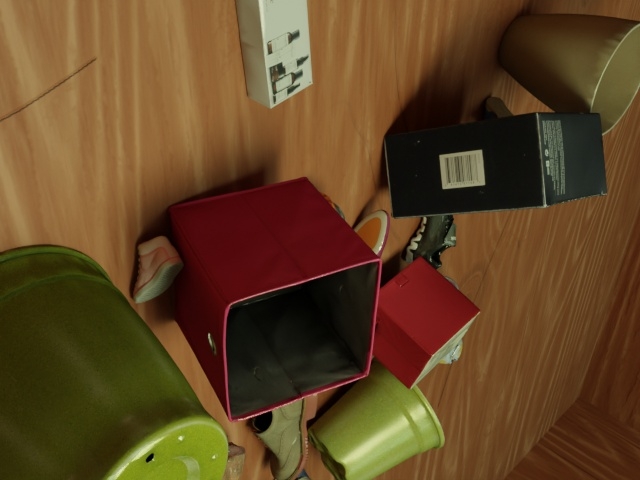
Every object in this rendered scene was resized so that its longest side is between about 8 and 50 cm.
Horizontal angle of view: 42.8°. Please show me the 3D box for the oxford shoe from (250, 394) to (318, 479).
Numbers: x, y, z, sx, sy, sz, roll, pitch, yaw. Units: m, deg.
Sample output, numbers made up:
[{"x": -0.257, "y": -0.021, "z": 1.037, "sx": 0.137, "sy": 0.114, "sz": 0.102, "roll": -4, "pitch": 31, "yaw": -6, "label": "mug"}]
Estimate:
[{"x": -0.096, "y": 0.410, "z": 1.798, "sx": 0.130, "sy": 0.123, "sz": 0.348, "roll": -7, "pitch": 127, "yaw": -20, "label": "oxford shoe"}]

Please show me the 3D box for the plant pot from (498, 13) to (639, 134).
[{"x": 0.547, "y": -0.400, "z": 1.825, "sx": 0.256, "sy": 0.274, "sz": 0.256, "roll": -35, "pitch": 141, "yaw": -35, "label": "plant pot"}]

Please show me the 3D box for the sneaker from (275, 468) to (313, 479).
[{"x": -0.062, "y": 0.705, "z": 1.938, "sx": 0.127, "sy": 0.182, "sz": 0.315, "roll": 43, "pitch": 66, "yaw": -50, "label": "sneaker"}]

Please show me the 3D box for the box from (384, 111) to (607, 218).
[{"x": 0.361, "y": -0.154, "z": 1.681, "sx": 0.313, "sy": 0.343, "sz": 0.178, "roll": -9, "pitch": 94, "yaw": -51, "label": "box"}]

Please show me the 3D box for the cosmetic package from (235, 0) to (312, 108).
[{"x": -0.069, "y": -0.328, "z": 1.239, "sx": 0.099, "sy": 0.060, "sz": 0.239, "roll": -39, "pitch": 143, "yaw": -31, "label": "cosmetic package"}]

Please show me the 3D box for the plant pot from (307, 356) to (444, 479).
[{"x": 0.117, "y": 0.464, "z": 2.000, "sx": 0.254, "sy": 0.276, "sz": 0.276, "roll": -32, "pitch": 141, "yaw": -17, "label": "plant pot"}]

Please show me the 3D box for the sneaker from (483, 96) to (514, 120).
[{"x": 0.419, "y": -0.258, "z": 1.902, "sx": 0.058, "sy": 0.152, "sz": 0.084, "roll": -10, "pitch": 137, "yaw": -10, "label": "sneaker"}]

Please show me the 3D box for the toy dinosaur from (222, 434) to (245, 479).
[{"x": -0.216, "y": 0.449, "z": 1.632, "sx": 0.296, "sy": 0.127, "sz": 0.200, "roll": 0, "pitch": 109, "yaw": -60, "label": "toy dinosaur"}]

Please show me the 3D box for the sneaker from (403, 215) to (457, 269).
[{"x": 0.287, "y": -0.034, "z": 1.928, "sx": 0.078, "sy": 0.106, "sz": 0.234, "roll": -2, "pitch": 117, "yaw": -54, "label": "sneaker"}]

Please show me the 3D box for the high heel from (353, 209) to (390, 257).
[{"x": 0.107, "y": 0.042, "z": 1.769, "sx": 0.117, "sy": 0.082, "sz": 0.244, "roll": -4, "pitch": 119, "yaw": -55, "label": "high heel"}]

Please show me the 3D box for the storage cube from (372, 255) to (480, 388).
[{"x": 0.222, "y": 0.190, "z": 1.901, "sx": 0.215, "sy": 0.193, "sz": 0.183, "roll": -35, "pitch": 159, "yaw": -32, "label": "storage cube"}]

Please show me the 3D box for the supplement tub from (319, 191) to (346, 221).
[{"x": 0.000, "y": 0.000, "z": 1.554, "sx": 0.117, "sy": 0.117, "sz": 0.190, "roll": -47, "pitch": 146, "yaw": -19, "label": "supplement tub"}]

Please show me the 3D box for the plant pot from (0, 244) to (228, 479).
[{"x": -0.323, "y": 0.248, "z": 1.093, "sx": 0.366, "sy": 0.353, "sz": 0.366, "roll": -34, "pitch": 141, "yaw": -34, "label": "plant pot"}]

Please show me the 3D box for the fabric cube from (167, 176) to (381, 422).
[{"x": -0.082, "y": 0.085, "z": 1.318, "sx": 0.259, "sy": 0.258, "sz": 0.254, "roll": -15, "pitch": 131, "yaw": -23, "label": "fabric cube"}]

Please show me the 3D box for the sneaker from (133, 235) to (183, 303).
[{"x": -0.267, "y": 0.042, "z": 1.294, "sx": 0.051, "sy": 0.070, "sz": 0.134, "roll": -15, "pitch": 158, "yaw": -45, "label": "sneaker"}]

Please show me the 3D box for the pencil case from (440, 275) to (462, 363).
[{"x": 0.316, "y": 0.212, "z": 2.159, "sx": 0.114, "sy": 0.124, "sz": 0.273, "roll": -12, "pitch": 137, "yaw": 2, "label": "pencil case"}]
